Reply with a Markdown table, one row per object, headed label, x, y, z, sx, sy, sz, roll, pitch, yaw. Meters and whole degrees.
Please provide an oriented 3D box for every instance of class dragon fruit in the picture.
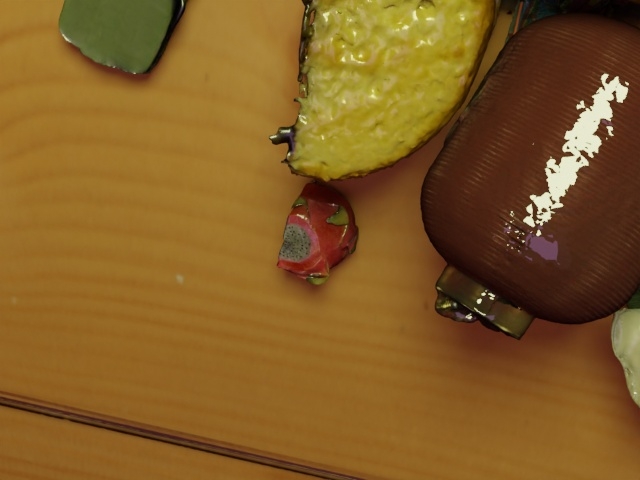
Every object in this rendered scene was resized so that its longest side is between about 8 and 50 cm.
| label | x | y | z | sx | sy | sz | roll | pitch | yaw |
| --- | --- | --- | --- | --- | --- | --- | --- | --- | --- |
| dragon fruit | 0.000 | 0.000 | 1.004 | 0.060 | 0.056 | 0.083 | 18 | 119 | 3 |

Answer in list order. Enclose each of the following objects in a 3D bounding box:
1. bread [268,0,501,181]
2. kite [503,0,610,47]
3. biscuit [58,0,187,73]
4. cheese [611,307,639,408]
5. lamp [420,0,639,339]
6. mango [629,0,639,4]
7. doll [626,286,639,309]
| label | x | y | z | sx | sy | sz | roll | pitch | yaw |
| --- | --- | --- | --- | --- | --- | --- | --- | --- | --- |
| bread | 0.057 | -0.165 | 0.846 | 0.147 | 0.160 | 0.260 | 11 | 115 | -1 |
| kite | 0.208 | -0.163 | 0.894 | 0.183 | 0.014 | 0.241 | -22 | 111 | 22 |
| biscuit | -0.108 | -0.267 | 0.889 | 0.099 | 0.038 | 0.322 | 28 | 121 | 0 |
| cheese | 0.353 | 0.048 | 0.886 | 0.233 | 0.127 | 0.266 | 2 | 123 | -11 |
| lamp | 0.174 | -0.045 | 0.845 | 0.180 | 0.180 | 0.258 | 31 | 93 | -6 |
| mango | 0.176 | -0.256 | 0.741 | 0.317 | 0.211 | 0.173 | 36 | 120 | -22 |
| doll | 0.257 | 0.021 | 0.957 | 0.115 | 0.077 | 0.150 | -25 | 123 | 34 |
